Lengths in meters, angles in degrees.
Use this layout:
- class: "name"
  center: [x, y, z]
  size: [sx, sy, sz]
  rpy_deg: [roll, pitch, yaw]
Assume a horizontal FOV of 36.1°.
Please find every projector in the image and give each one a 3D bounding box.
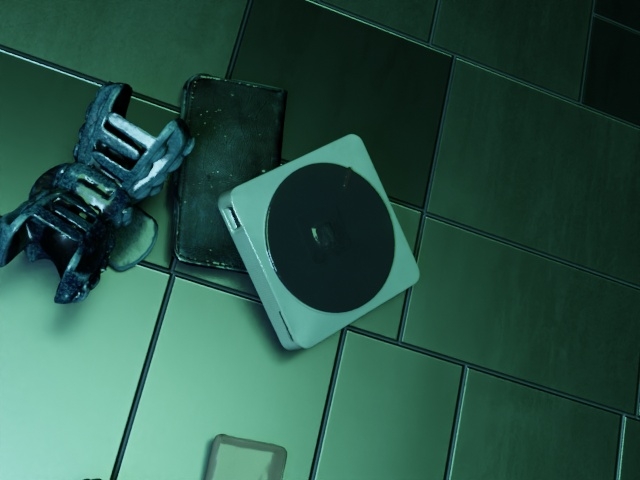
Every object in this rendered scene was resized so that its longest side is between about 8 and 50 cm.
- class: "projector"
  center: [0.000, 0.000, 1.486]
  size: [0.259, 0.079, 0.257]
  rpy_deg: [-28, 97, -32]

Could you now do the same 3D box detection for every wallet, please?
- class: "wallet"
  center: [-0.109, 0.355, 1.377]
  size: [0.118, 0.039, 0.152]
  rpy_deg: [16, 72, -11]
- class: "wallet"
  center: [-0.142, -0.103, 1.510]
  size: [0.172, 0.045, 0.318]
  rpy_deg: [9, 70, -19]

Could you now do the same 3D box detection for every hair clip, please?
- class: "hair clip"
  center: [-0.315, -0.061, 1.351]
  size: [0.194, 0.206, 0.310]
  rpy_deg: [34, 70, 0]

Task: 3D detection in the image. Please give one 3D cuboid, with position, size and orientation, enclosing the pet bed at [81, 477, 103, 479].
- class: "pet bed"
  center: [-0.304, 0.435, 1.229]
  size: [0.211, 0.159, 0.183]
  rpy_deg: [-36, 61, -27]
